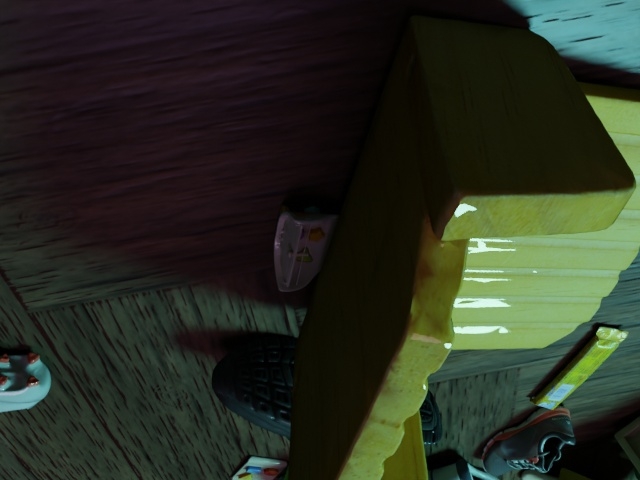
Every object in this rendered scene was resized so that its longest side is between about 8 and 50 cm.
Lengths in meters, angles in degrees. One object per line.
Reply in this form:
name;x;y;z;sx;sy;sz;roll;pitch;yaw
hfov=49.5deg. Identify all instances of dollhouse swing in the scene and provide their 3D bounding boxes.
dollhouse swing;0.160;0.057;0.536;0.304;0.315;0.347;13;127;-9

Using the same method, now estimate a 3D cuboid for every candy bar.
candy bar;0.313;0.160;0.850;0.040;0.018;0.162;12;131;-17

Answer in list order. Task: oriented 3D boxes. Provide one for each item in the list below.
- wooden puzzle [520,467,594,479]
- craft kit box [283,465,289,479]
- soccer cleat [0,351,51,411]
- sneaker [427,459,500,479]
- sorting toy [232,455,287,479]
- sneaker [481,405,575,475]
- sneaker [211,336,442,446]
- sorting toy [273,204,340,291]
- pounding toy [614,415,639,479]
wooden puzzle;0.451;0.388;1.013;0.220;0.044;0.238;27;165;-32
craft kit box;0.096;0.400;0.953;0.246;0.061;0.250;0;141;21
soccer cleat;-0.365;0.137;0.669;0.196;0.068;0.076;13;134;-26
sneaker;0.244;0.400;1.021;0.091;0.094;0.258;-31;132;22
sorting toy;-0.070;0.316;0.936;0.083;0.012;0.062;16;129;-24
sneaker;0.278;0.286;0.935;0.061;0.065;0.158;17;129;-25
sneaker;0.000;0.198;0.774;0.286;0.109;0.130;24;132;-27
sorting toy;0.000;0.000;0.620;0.075;0.045;0.083;-3;133;-20
pounding toy;0.480;0.294;0.949;0.100;0.130;0.141;32;113;-34
